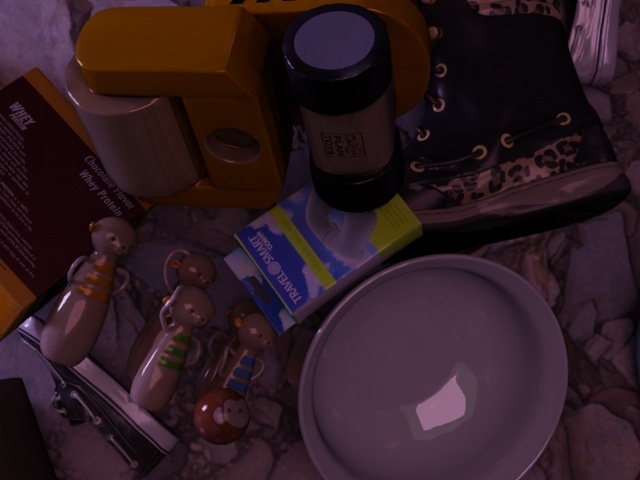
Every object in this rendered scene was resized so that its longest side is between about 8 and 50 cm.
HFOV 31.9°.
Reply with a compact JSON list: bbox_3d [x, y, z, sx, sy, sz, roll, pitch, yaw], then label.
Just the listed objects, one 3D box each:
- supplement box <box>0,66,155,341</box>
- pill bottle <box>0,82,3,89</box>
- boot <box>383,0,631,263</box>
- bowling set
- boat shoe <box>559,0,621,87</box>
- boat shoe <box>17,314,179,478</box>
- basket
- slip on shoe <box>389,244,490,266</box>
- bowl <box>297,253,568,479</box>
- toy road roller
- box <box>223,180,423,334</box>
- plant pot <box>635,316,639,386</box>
[{"bbox_3d":[-0.314,-0.035,1.154,0.191,0.129,0.194,48,55,-2],"label":"supplement box"},{"bbox_3d":[-0.376,-0.172,1.234,0.043,0.043,0.083,-26,90,-8],"label":"pill bottle"},{"bbox_3d":[0.128,-0.135,1.241,0.378,0.138,0.284,-11,75,3],"label":"boot"},{"bbox_3d":[-0.109,0.103,1.121,0.200,0.287,0.154,25,90,39],"label":"bowling set"},{"bbox_3d":[0.309,-0.295,1.313,0.076,0.083,0.226,2,87,-9],"label":"boat shoe"},{"bbox_3d":[-0.253,0.168,1.211,0.219,0.078,0.070,44,81,-5],"label":"boat shoe"},{"bbox_3d":[-0.352,0.264,1.157,0.204,0.154,0.226,-6,81,-35],"label":"basket"},{"bbox_3d":[0.135,0.029,1.291,0.135,0.041,0.051,-30,53,-14],"label":"slip on shoe"},{"bbox_3d":[0.105,0.143,1.214,0.298,0.134,0.297,-3,103,-15],"label":"bowl"},{"bbox_3d":[-0.058,-0.175,1.089,0.330,0.202,0.240,0,55,10],"label":"toy road roller"},{"bbox_3d":[0.000,0.000,1.124,0.178,0.042,0.109,-35,71,-6],"label":"box"},{"bbox_3d":[0.538,0.132,1.240,0.255,0.272,0.271,-15,88,-23],"label":"plant pot"}]
